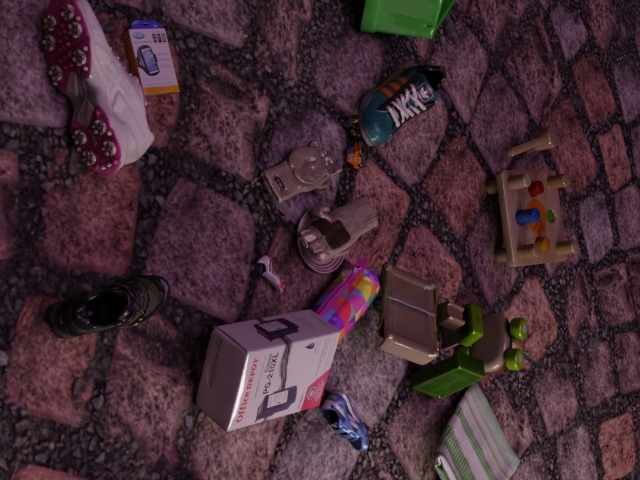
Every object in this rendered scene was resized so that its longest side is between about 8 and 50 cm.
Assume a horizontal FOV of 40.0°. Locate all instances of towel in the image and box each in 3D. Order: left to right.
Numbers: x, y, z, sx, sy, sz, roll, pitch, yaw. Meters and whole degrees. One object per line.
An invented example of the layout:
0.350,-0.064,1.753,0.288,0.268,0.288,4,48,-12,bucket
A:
0.366,0.510,2.046,0.248,0.038,0.325,62,33,-8,towel

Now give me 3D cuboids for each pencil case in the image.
0.031,0.142,1.810,0.104,0.104,0.236,56,50,-22,pencil case

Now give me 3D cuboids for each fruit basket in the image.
0.167,-0.687,2.023,0.391,0.283,0.392,4,55,-6,fruit basket

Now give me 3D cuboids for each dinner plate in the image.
0.000,0.000,1.859,0.141,0.017,0.141,10,76,-44,dinner plate

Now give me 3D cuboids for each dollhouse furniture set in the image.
0.208,0.204,1.971,0.301,0.151,0.198,24,51,-30,dollhouse furniture set

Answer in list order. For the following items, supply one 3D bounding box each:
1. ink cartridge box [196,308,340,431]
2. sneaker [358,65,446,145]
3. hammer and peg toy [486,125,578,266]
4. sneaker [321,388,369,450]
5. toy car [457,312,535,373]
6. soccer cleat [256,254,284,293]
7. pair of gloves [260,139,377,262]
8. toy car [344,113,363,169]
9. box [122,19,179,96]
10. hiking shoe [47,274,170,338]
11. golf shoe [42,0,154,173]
-0.095,0.235,1.622,0.237,0.100,0.172,-6,119,-45,ink cartridge box
0.190,-0.323,2.008,0.108,0.121,0.302,59,43,-23,sneaker
0.550,-0.115,2.337,0.265,0.127,0.362,-5,87,-43,hammer and peg toy
0.048,0.381,1.819,0.059,0.053,0.144,-37,100,-42,sneaker
0.449,0.274,2.168,0.188,0.155,0.149,38,58,-48,toy car
-0.100,0.070,1.744,0.035,0.029,0.083,-27,99,-34,soccer cleat
-0.002,-0.080,1.834,0.204,0.042,0.240,-39,97,-39,pair of gloves
0.072,-0.220,1.966,0.040,0.060,0.122,-1,60,-2,toy car
-0.311,-0.332,1.607,0.081,0.028,0.136,-15,91,-44,box
-0.327,0.110,1.455,0.226,0.114,0.086,-21,98,-44,hiking shoe
-0.373,-0.271,1.493,0.140,0.115,0.306,-29,110,-54,golf shoe
